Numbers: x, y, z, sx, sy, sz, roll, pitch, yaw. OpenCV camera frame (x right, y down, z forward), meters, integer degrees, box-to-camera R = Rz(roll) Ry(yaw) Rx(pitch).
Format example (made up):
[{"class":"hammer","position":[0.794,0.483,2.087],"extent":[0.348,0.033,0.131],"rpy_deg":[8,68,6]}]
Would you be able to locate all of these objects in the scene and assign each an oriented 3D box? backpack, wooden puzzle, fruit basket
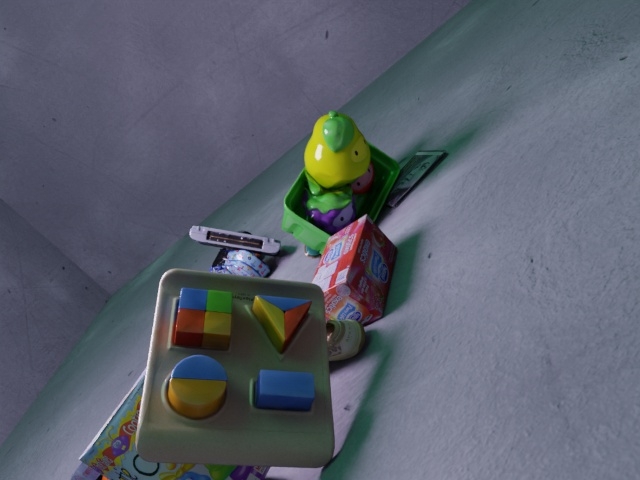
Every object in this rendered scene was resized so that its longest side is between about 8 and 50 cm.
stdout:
[{"class":"backpack","position":[-0.263,0.103,1.948],"extent":[0.173,0.158,0.117],"rpy_deg":[-6,47,44]},{"class":"wooden puzzle","position":[-0.134,0.204,1.021],"extent":[0.080,0.322,0.348],"rpy_deg":[114,159,-50]},{"class":"fruit basket","position":[0.063,-0.177,1.605],"extent":[0.392,0.282,0.392],"rpy_deg":[-56,6,9]}]

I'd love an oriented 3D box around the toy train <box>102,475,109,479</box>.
[{"class":"toy train","position":[-0.455,0.490,1.280],"extent":[0.105,0.248,0.144],"rpy_deg":[-31,65,34]}]

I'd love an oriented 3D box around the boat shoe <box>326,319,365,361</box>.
[{"class":"boat shoe","position":[-0.040,0.223,1.229],"extent":[0.285,0.089,0.105],"rpy_deg":[-30,52,33]}]

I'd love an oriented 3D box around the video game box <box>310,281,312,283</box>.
[{"class":"video game box","position":[-0.062,0.201,1.453],"extent":[0.205,0.048,0.187],"rpy_deg":[-40,15,9]}]

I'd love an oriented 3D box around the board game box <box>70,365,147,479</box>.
[{"class":"board game box","position":[-0.557,0.505,1.657],"extent":[0.318,0.065,0.319],"rpy_deg":[-49,10,44]}]

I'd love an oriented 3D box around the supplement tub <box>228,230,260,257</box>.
[{"class":"supplement tub","position":[-0.287,0.032,2.201],"extent":[0.117,0.117,0.190],"rpy_deg":[-44,17,-3]}]

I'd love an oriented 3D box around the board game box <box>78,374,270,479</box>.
[{"class":"board game box","position":[-0.253,0.387,1.021],"extent":[0.144,0.275,0.142],"rpy_deg":[-44,11,50]}]

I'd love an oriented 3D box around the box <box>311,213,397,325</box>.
[{"class":"box","position":[0.074,0.075,1.320],"extent":[0.128,0.123,0.257],"rpy_deg":[-31,21,31]}]

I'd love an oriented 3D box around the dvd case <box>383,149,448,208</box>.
[{"class":"dvd case","position":[0.253,-0.181,1.695],"extent":[0.221,0.018,0.164],"rpy_deg":[-45,18,-7]}]

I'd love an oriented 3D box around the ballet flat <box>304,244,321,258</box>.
[{"class":"ballet flat","position":[0.000,0.000,1.774],"extent":[0.206,0.073,0.067],"rpy_deg":[-57,-5,-44]}]

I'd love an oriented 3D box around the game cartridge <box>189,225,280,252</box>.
[{"class":"game cartridge","position":[-0.283,0.005,1.985],"extent":[0.198,0.297,0.062],"rpy_deg":[116,164,-80]}]
